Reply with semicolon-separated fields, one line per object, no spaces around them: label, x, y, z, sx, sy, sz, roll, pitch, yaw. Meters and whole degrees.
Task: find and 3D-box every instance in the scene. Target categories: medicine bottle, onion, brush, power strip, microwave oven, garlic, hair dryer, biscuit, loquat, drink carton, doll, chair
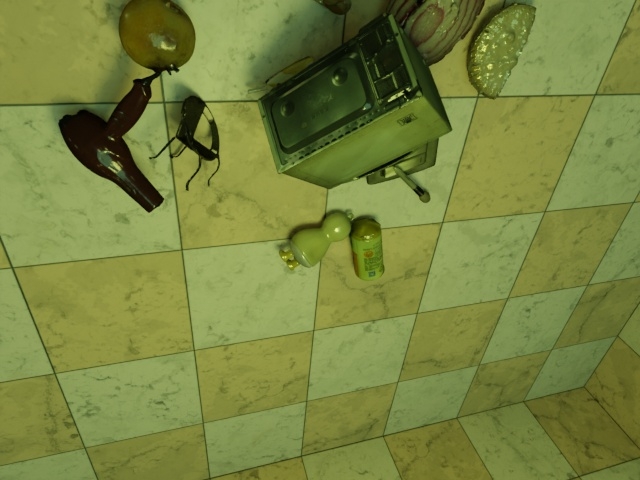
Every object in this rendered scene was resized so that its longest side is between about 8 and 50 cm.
medicine bottle;0.173;0.029;1.671;0.124;0.124;0.239;-17;127;-8
onion;0.298;-0.620;1.228;0.279;0.146;0.314;-12;147;-39
brush;0.317;-0.195;1.561;0.038;0.042;0.299;-18;153;30
power strip;0.260;-0.315;1.464;0.256;0.092;0.251;-19;138;-8
microwave oven;0.092;-0.337;1.172;0.393;0.248;0.333;-23;165;26
garlic;0.037;-0.638;1.152;0.113;0.094;0.074;43;63;-32
hair dryer;-0.464;-0.269;1.136;0.340;0.123;0.312;-39;105;26
biscuit;0.535;-0.575;1.377;0.178;0.084;0.281;-1;126;-20
loquat;-0.384;-0.495;1.057;0.172;0.149;0.205;-11;111;-12
drink carton;-0.100;-0.434;1.249;0.199;0.084;0.075;-29;119;3
doll;-0.004;-0.005;1.592;0.296;0.117;0.141;-38;124;-8
chair;-0.344;-0.269;1.226;0.149;0.174;0.213;34;108;6
